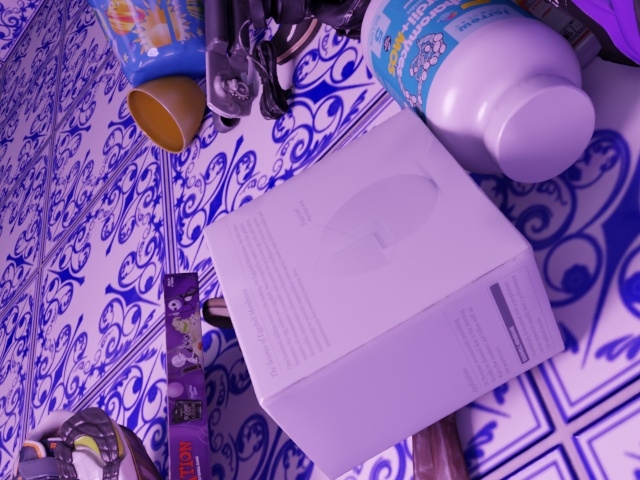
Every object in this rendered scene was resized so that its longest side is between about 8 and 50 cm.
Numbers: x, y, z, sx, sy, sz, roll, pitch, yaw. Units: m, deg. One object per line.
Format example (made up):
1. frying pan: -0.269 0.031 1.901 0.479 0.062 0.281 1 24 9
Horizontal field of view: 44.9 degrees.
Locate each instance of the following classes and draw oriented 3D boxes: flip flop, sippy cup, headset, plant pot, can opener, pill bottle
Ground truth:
1. flip flop: -0.044 0.110 0.868 0.277 0.112 0.080 5 87 48
2. sippy cup: -0.289 -0.395 1.365 0.240 0.305 0.224 -21 83 16
3. headset: -0.004 -0.305 0.984 0.394 0.244 0.185 -29 65 60
4. plant pot: -0.255 -0.233 1.347 0.134 0.134 0.095 0 41 53
5. can opener: -0.164 -0.314 1.277 0.095 0.076 0.283 -36 53 50
6. pill bottle: 0.147 -0.159 0.738 0.146 0.146 0.264 -52 36 17

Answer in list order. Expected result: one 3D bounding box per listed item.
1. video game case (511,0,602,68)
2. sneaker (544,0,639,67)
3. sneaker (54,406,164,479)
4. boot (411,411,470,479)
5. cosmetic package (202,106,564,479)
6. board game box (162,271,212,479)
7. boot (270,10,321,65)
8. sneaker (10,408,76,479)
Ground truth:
1. video game case: 0.268 -0.319 0.788 0.204 0.025 0.285 -45 39 26
2. sneaker: 0.210 -0.253 0.608 0.102 0.293 0.146 -43 23 -19
3. sneaker: -0.221 0.347 0.939 0.111 0.121 0.299 -29 63 12
4. boot: 0.120 0.162 0.667 0.106 0.037 0.114 -29 51 37
5. cosmetic package: 0.044 0.039 0.666 0.225 0.138 0.224 -29 41 2
6. board game box: -0.148 0.231 0.869 0.208 0.056 0.346 92 169 -46
7. boot: -0.052 -0.372 1.145 0.198 0.137 0.077 -53 36 17
8. sneaker: -0.387 0.370 1.116 0.127 0.126 0.321 -61 32 14
